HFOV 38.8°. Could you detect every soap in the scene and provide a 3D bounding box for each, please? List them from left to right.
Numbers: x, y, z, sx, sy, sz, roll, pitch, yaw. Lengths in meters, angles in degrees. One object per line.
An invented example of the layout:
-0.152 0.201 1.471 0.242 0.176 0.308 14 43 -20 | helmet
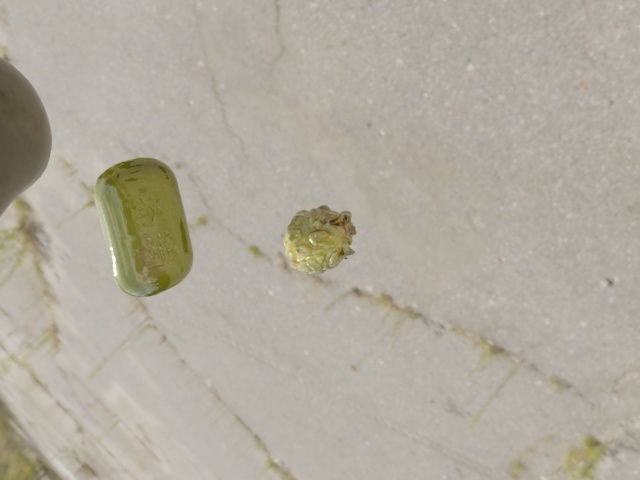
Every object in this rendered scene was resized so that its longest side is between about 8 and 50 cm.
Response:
-0.174 -0.012 0.908 0.045 0.089 0.140 12 116 59 | soap

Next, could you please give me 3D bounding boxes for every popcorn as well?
0.000 0.000 0.946 0.083 0.082 0.057 14 125 36 | popcorn

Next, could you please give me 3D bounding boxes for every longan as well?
-0.465 -0.125 1.168 0.248 0.248 0.248 36 153 22 | longan
